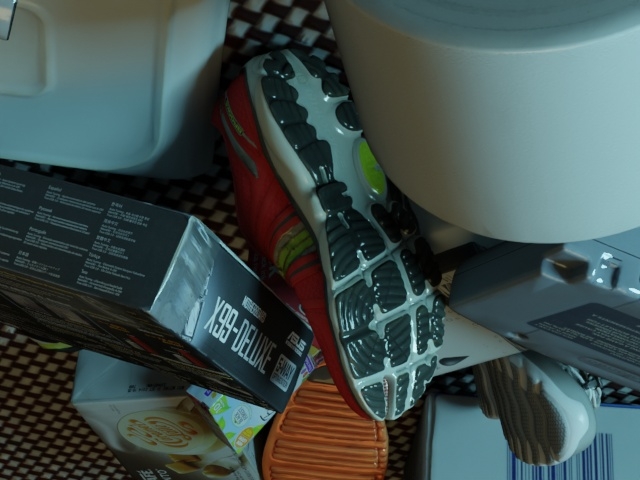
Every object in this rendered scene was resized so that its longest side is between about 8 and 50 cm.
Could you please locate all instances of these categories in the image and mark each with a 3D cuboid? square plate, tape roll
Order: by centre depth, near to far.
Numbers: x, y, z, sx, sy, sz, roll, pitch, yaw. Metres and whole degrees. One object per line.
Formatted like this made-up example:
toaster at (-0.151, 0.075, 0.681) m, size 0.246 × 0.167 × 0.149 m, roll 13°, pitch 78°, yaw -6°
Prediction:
tape roll at (0.124, -0.144, 0.735) m, size 0.246 × 0.246 × 0.169 m, roll -4°, pitch 146°, yaw 12°
square plate at (-0.235, -0.150, 0.937) m, size 0.344 × 0.049 × 0.347 m, roll 6°, pitch 147°, yaw -6°

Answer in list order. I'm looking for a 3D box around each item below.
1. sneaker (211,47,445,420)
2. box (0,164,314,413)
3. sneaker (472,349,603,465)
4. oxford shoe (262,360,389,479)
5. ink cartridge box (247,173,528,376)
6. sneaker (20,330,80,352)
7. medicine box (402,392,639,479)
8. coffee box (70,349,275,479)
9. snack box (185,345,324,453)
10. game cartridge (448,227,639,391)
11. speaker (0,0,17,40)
sneaker at (0.000, 0.000, 0.986) m, size 0.107 × 0.279 × 0.118 m, roll -14°, pitch 171°, yaw -40°
box at (-0.187, 0.025, 1.019) m, size 0.307 × 0.077 × 0.242 m, roll 14°, pitch 163°, yaw 26°
sneaker at (0.209, 0.122, 1.215) m, size 0.115 × 0.105 × 0.281 m, roll -14°, pitch -173°, yaw -2°
oxford shoe at (0.009, 0.235, 1.469) m, size 0.129 × 0.133 × 0.364 m, roll 9°, pitch 129°, yaw 4°
ink cartridge box at (0.106, 0.007, 1.092) m, size 0.272 × 0.114 × 0.197 m, roll -20°, pitch 140°, yaw 31°
sneaker at (-0.214, 0.043, 1.204) m, size 0.097 × 0.084 × 0.234 m, roll 29°, pitch 140°, yaw -32°
medicine box at (0.228, 0.283, 1.454) m, size 0.263 × 0.149 × 0.289 m, roll 4°, pitch 156°, yaw -1°
coffee box at (-0.144, 0.176, 1.393) m, size 0.141 × 0.098 × 0.246 m, roll -4°, pitch 147°, yaw 11°
snack box at (-0.055, 0.121, 1.270) m, size 0.037 × 0.141 × 0.100 m, roll 33°, pitch 161°, yaw 31°
game cartridge at (0.251, 0.064, 0.950) m, size 0.297 × 0.062 × 0.198 m, roll 21°, pitch 166°, yaw -15°
speaker at (-0.252, -0.164, 0.821) m, size 0.136 × 0.055 × 0.055 m, roll 12°, pitch 146°, yaw -14°
